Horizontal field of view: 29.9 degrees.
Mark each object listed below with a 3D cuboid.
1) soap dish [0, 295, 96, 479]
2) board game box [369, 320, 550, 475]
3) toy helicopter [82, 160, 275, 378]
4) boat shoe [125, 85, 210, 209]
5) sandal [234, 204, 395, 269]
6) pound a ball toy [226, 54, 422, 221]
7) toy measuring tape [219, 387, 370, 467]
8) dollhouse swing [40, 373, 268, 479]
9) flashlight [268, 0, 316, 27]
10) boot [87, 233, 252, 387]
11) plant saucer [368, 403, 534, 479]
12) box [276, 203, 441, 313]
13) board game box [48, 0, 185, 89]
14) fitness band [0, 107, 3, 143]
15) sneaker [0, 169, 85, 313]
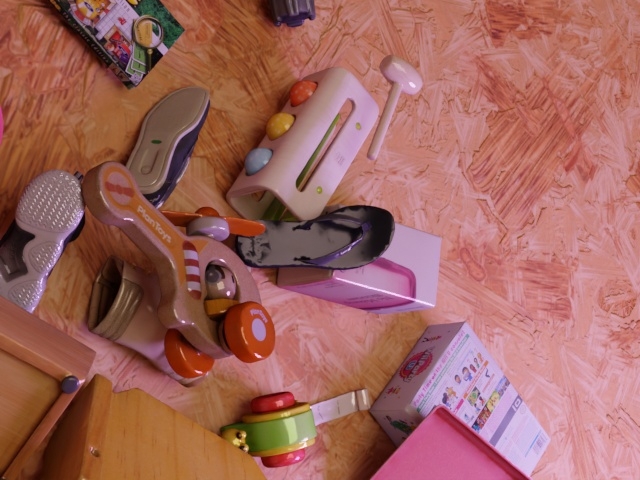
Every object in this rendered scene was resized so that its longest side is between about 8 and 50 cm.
[{"bbox_3d":[-0.451,0.175,1.491,0.291,0.118,0.229,36,90,-31],"label":"soap dish"},{"bbox_3d":[0.252,0.328,2.121,0.303,0.097,0.224,55,53,-20],"label":"board game box"},{"bbox_3d":[-0.192,0.010,1.653,0.355,0.140,0.235,49,39,-33],"label":"toy helicopter"},{"bbox_3d":[-0.231,-0.142,1.827,0.079,0.084,0.233,81,26,-52],"label":"boat shoe"},{"bbox_3d":[0.000,0.001,1.819,0.255,0.054,0.097,-9,82,-18],"label":"sandal"},{"bbox_3d":[0.001,-0.175,1.926,0.136,0.208,0.319,46,57,-25],"label":"pound a ball toy"},{"bbox_3d":[-0.017,0.284,1.891,0.330,0.121,0.121,-9,88,-41],"label":"toy measuring tape"},{"bbox_3d":[-0.266,0.445,1.664,0.347,0.305,0.315,34,22,-22],"label":"dollhouse swing"},{"bbox_3d":[-0.070,-0.516,1.996,0.103,0.103,0.304,-8,87,-42],"label":"flashlight"},{"bbox_3d":[-0.221,0.060,1.777,0.203,0.095,0.262,33,65,-29],"label":"boot"},{"bbox_3d":[0.194,0.429,2.006,0.258,0.048,0.259,41,93,-20],"label":"plant saucer"},{"bbox_3d":[0.065,0.036,1.981,0.232,0.149,0.126,17,72,-36],"label":"box"},{"bbox_3d":[-0.325,-0.362,1.768,0.259,0.030,0.136,48,57,-24],"label":"board game box"},{"bbox_3d":[-0.546,-0.134,1.561,0.291,0.054,0.209,-44,111,-35],"label":"fitness band"},{"bbox_3d":[-0.396,0.020,1.626,0.101,0.153,0.268,34,96,-6],"label":"sneaker"}]
